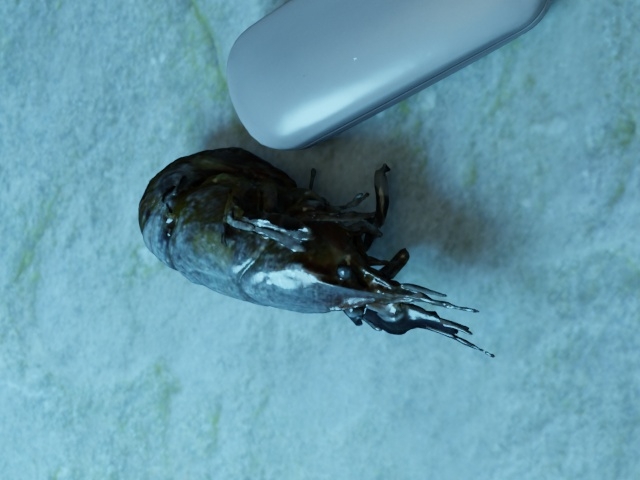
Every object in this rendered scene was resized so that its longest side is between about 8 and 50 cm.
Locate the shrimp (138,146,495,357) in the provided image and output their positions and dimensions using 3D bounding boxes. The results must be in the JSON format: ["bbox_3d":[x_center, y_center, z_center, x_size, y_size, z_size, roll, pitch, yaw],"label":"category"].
[{"bbox_3d":[-0.003,0.007,1.349,0.343,0.145,0.116,23,129,28],"label":"shrimp"}]

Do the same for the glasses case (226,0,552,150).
[{"bbox_3d":[0.052,-0.172,1.334,0.297,0.075,0.113,-26,81,25],"label":"glasses case"}]
